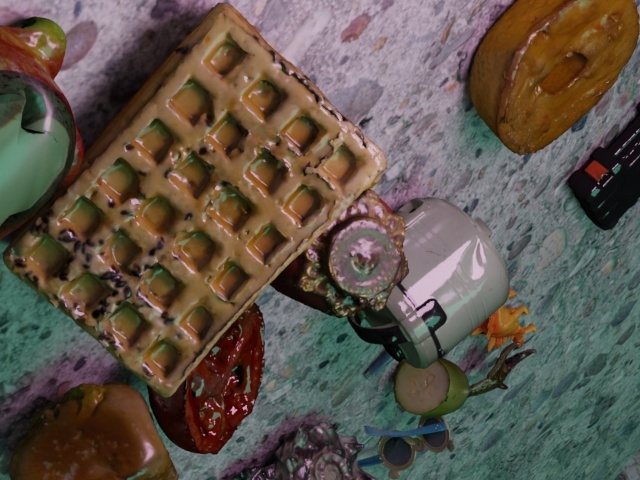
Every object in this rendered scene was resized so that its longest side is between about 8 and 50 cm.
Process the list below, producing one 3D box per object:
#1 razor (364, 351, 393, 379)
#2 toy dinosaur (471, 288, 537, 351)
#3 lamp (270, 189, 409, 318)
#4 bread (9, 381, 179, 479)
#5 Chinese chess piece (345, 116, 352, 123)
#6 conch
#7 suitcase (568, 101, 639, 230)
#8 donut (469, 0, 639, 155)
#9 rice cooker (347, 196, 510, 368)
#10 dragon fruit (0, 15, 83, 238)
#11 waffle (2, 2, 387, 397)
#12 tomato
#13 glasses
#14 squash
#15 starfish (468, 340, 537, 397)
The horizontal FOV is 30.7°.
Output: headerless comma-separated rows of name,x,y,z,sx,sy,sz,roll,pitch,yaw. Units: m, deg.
razor,0.131,0.203,2.094,0.135,0.040,0.068,-45,149,9
toy dinosaur,0.344,0.156,2.263,0.117,0.070,0.288,-43,144,-4
lamp,0.000,0.000,1.472,0.177,0.274,0.177,-4,101,-22
bread,-0.304,0.292,1.548,0.195,0.176,0.246,-28,159,-13
Chinese chess piece,-0.021,-0.134,1.428,0.122,0.122,0.051,-7,117,-46
conch,-0.041,0.437,2.041,0.313,0.186,0.241,-15,113,-13
suitcase,0.596,-0.161,2.186,0.285,0.066,0.206,-47,150,3
donut,0.332,-0.265,1.707,0.277,0.108,0.277,-30,146,-23
rice cooker,0.150,0.066,1.789,0.244,0.226,0.226,-41,149,-10
dragon fruit,-0.343,-0.089,1.102,0.295,0.130,0.268,-46,144,2
waffle,-0.135,-0.038,1.278,0.376,0.261,0.114,-48,-167,7
tomato,-0.169,0.178,1.613,0.228,0.101,0.228,-25,118,-61
glasses,0.123,0.376,2.239,0.220,0.088,0.189,21,138,-38
squash,0.219,0.279,2.212,0.123,0.123,0.186,-50,154,8
starfish,0.346,0.277,2.357,0.213,0.057,0.238,-25,162,-26
